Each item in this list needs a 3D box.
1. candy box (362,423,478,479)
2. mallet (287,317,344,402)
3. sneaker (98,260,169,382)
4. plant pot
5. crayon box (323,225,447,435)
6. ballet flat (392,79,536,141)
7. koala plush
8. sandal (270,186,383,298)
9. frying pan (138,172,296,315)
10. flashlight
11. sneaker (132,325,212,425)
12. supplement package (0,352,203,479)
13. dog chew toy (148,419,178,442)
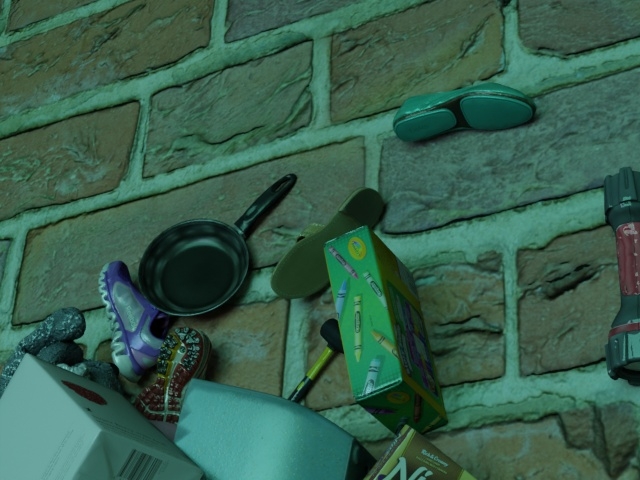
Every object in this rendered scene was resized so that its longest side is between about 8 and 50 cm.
[{"bbox_3d":[0.158,0.348,1.645,0.109,0.186,0.053,-51,5,-6],"label":"candy box"},{"bbox_3d":[-0.007,0.215,1.919,0.062,0.039,0.190,26,82,37],"label":"mallet"},{"bbox_3d":[-0.317,0.130,2.129,0.104,0.095,0.236,-25,56,8],"label":"sneaker"},{"bbox_3d":[-0.054,0.360,1.730,0.252,0.247,0.248,2,63,23],"label":"plant pot"},{"bbox_3d":[0.096,0.136,1.813,0.081,0.165,0.278,-24,52,17],"label":"crayon box"},{"bbox_3d":[0.236,-0.226,2.011,0.247,0.083,0.087,-9,44,25],"label":"ballet flat"},{"bbox_3d":[-0.403,0.247,1.981,0.203,0.196,0.221,-37,30,-26],"label":"koala plush"},{"bbox_3d":[0.004,0.005,2.029,0.240,0.088,0.079,-46,17,-10],"label":"sandal"},{"bbox_3d":[-0.191,-0.001,2.140,0.197,0.053,0.326,17,61,21],"label":"frying pan"},{"bbox_3d":[0.439,0.044,1.693,0.103,0.103,0.304,-38,44,53],"label":"flashlight"},{"bbox_3d":[-0.238,0.252,2.011,0.088,0.093,0.225,28,93,20],"label":"sneaker"},{"bbox_3d":[-0.327,0.303,1.661,0.293,0.177,0.175,26,87,54],"label":"supplement package"},{"bbox_3d":[-0.267,0.443,1.835,0.206,0.206,0.332,0,70,32],"label":"dog chew toy"}]
